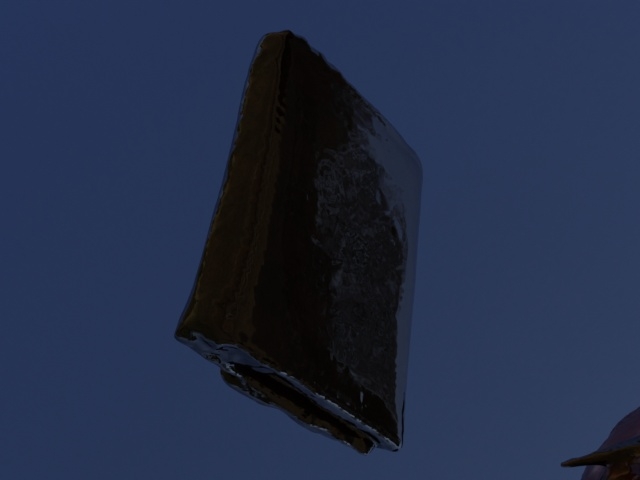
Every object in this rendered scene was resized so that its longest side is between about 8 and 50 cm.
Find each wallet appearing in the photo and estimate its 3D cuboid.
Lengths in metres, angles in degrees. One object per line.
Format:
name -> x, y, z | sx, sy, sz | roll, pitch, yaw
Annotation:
wallet -> 0.000, 0.000, 0.800 | 0.182, 0.049, 0.229 | 37, -130, -37

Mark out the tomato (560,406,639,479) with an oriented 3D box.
tomato -> 0.323, 0.263, 1.128 | 0.309, 0.170, 0.308 | 0, -89, -26
